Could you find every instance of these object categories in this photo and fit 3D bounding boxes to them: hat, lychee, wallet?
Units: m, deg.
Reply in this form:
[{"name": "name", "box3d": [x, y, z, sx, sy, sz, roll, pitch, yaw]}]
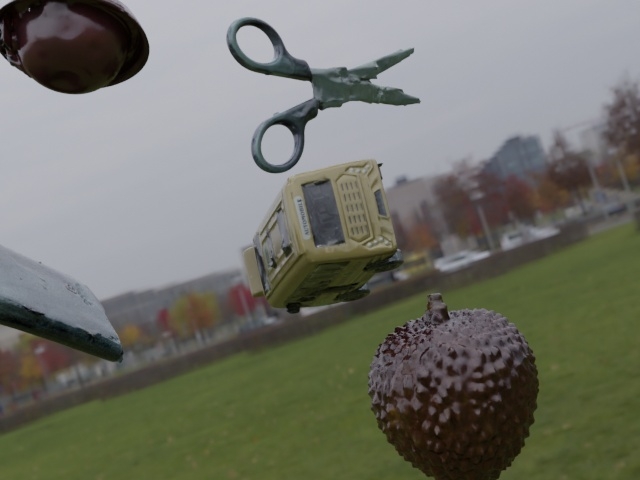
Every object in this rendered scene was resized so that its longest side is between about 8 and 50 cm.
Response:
[{"name": "hat", "box3d": [-0.325, -0.246, 1.617, 0.205, 0.089, 0.205, -1, -29, -1]}, {"name": "lychee", "box3d": [0.201, 0.230, 1.903, 0.275, 0.304, 0.276, -14, 0, 0]}, {"name": "wallet", "box3d": [-0.459, 0.068, 1.849, 0.046, 0.191, 0.379, -46, -39, 14]}]

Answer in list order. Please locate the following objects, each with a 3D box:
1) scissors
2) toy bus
[{"name": "scissors", "box3d": [0.022, -0.261, 2.067, 0.383, 0.256, 0.029, -14, 0, -36]}, {"name": "toy bus", "box3d": [0.000, 0.000, 2.069, 0.202, 0.177, 0.365, -10, -14, -16]}]
